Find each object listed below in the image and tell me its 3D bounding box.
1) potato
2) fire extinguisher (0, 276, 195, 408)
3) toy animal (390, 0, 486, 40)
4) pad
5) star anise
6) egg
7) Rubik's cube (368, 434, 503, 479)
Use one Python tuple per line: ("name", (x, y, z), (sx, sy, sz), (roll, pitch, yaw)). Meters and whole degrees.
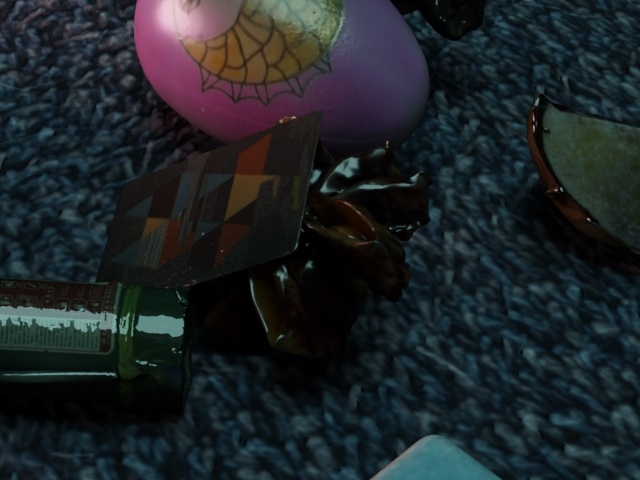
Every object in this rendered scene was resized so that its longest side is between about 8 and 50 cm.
("potato", (0.277, -0.035, 1.262), (0.261, 0.100, 0.120), (14, 81, -12))
("fire extinguisher", (-0.241, 0.069, 1.069), (0.294, 0.093, 0.118), (4, 39, -2))
("toy animal", (0.035, -0.258, 1.389), (0.343, 0.168, 0.106), (15, 40, 32))
("pad", (-0.091, -0.020, 1.135), (0.211, 0.003, 0.143), (-18, 45, 32))
("star anise", (0.000, 0.000, 1.133), (0.126, 0.190, 0.220), (34, 31, -31))
("egg", (-0.032, -0.167, 1.274), (0.271, 0.196, 0.196), (20, 45, 8))
("Rubik's cube", (0.050, 0.343, 0.646), (0.316, 0.318, 0.322), (-33, 54, -33))
